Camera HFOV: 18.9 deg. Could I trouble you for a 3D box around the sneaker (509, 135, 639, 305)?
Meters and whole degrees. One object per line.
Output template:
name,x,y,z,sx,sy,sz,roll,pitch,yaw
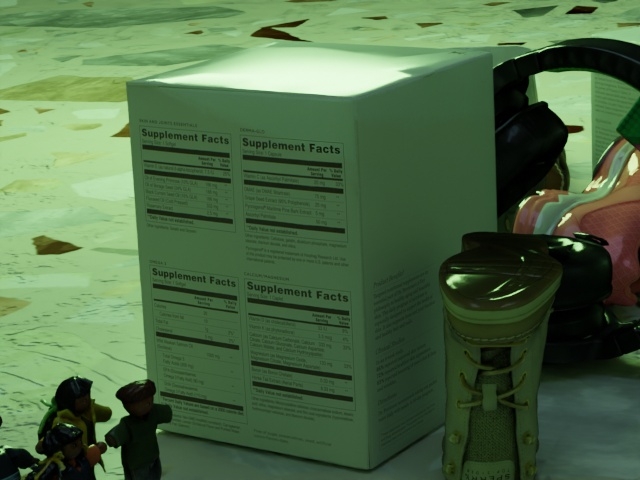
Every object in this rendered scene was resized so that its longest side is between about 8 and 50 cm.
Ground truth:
sneaker,0.291,-0.006,1.734,0.136,0.116,0.314,19,31,30

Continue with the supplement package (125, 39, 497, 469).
supplement package,0.000,0.000,1.418,0.198,0.263,0.199,7,17,32

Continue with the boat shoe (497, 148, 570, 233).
boat shoe,0.194,-0.079,1.959,0.119,0.123,0.324,-1,14,-14

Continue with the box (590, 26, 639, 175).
box,0.362,-0.137,2.033,0.130,0.171,0.091,-11,17,-30

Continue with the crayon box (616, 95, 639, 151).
crayon box,0.406,-0.106,1.801,0.165,0.081,0.278,42,30,14

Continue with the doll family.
doll family,-0.163,0.142,1.216,0.076,0.111,0.193,3,16,21

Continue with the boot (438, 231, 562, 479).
boot,0.113,0.088,1.255,0.077,0.165,0.213,4,9,6

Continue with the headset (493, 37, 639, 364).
headset,0.160,-0.020,1.550,0.394,0.243,0.185,-18,4,32

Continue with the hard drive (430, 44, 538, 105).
hard drive,0.137,-0.150,2.124,0.203,0.040,0.307,-1,-12,8
